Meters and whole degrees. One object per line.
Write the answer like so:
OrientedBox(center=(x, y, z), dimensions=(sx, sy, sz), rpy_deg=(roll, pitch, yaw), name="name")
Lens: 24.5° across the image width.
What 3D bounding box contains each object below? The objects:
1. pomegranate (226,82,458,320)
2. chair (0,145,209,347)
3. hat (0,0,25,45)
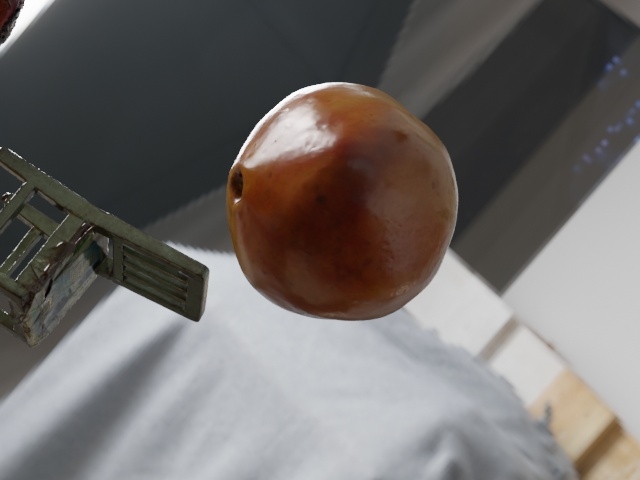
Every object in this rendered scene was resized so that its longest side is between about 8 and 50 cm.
OrientedBox(center=(0.020, -0.033, 1.250), dimensions=(0.209, 0.209, 0.209), rpy_deg=(40, 6, -5), name="pomegranate")
OrientedBox(center=(-0.272, 0.041, 1.580), dimensions=(0.270, 0.147, 0.136), rpy_deg=(32, -25, 6), name="chair")
OrientedBox(center=(-0.289, -0.216, 1.205), dimensions=(0.140, 0.129, 0.227), rpy_deg=(53, 9, -8), name="hat")
